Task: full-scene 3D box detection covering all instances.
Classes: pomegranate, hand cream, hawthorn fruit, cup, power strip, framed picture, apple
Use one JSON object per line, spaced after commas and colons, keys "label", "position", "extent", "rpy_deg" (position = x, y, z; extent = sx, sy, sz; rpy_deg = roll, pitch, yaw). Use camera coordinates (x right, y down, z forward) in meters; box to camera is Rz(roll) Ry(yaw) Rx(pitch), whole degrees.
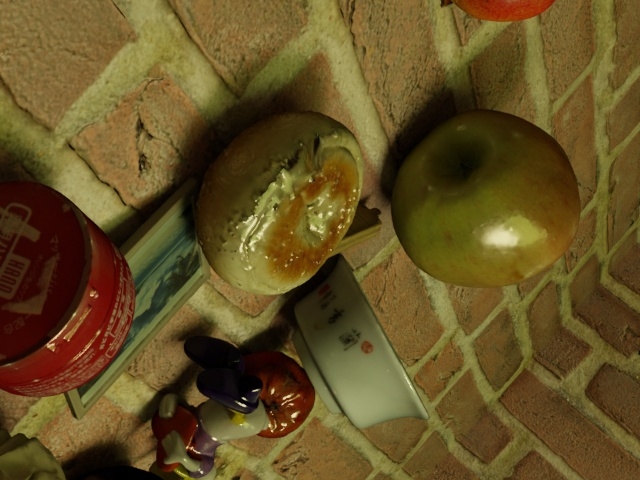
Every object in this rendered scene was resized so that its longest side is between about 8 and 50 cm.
{"label": "pomegranate", "position": [0.266, -0.416, 1.478], "extent": [0.210, 0.210, 0.235], "rpy_deg": [-34, 177, -29]}
{"label": "hand cream", "position": [-0.332, 0.059, 1.138], "extent": [0.230, 0.230, 0.149], "rpy_deg": [-46, 154, -7]}
{"label": "hawthorn fruit", "position": [-0.088, 0.282, 1.888], "extent": [0.179, 0.173, 0.173], "rpy_deg": [0, 126, -60]}
{"label": "cup", "position": [0.055, 0.215, 1.886], "extent": [0.163, 0.347, 0.347], "rpy_deg": [-28, 153, 2]}
{"label": "power strip", "position": [0.000, 0.000, 1.759], "extent": [0.305, 0.064, 0.044], "rpy_deg": [-23, 150, -43]}
{"label": "framed picture", "position": [-0.265, 0.084, 1.428], "extent": [0.315, 0.024, 0.232], "rpy_deg": [-51, 158, -30]}
{"label": "apple", "position": [0.292, -0.082, 1.841], "extent": [0.305, 0.338, 0.338], "rpy_deg": [31, 99, -44]}

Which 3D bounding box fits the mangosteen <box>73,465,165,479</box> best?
{"label": "mangosteen", "position": [-0.353, 0.514, 1.720], "extent": [0.275, 0.275, 0.302], "rpy_deg": [-47, -173, -5]}

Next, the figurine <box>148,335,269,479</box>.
{"label": "figurine", "position": [-0.199, 0.341, 1.772], "extent": [0.193, 0.154, 0.421], "rpy_deg": [8, 132, -30]}

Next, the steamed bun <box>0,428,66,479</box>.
{"label": "steamed bun", "position": [-0.485, 0.371, 1.352], "extent": [0.289, 0.203, 0.276], "rpy_deg": [-28, 159, -11]}

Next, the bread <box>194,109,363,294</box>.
{"label": "bread", "position": [-0.064, -0.063, 1.465], "extent": [0.305, 0.158, 0.305], "rpy_deg": [-41, 152, -27]}
